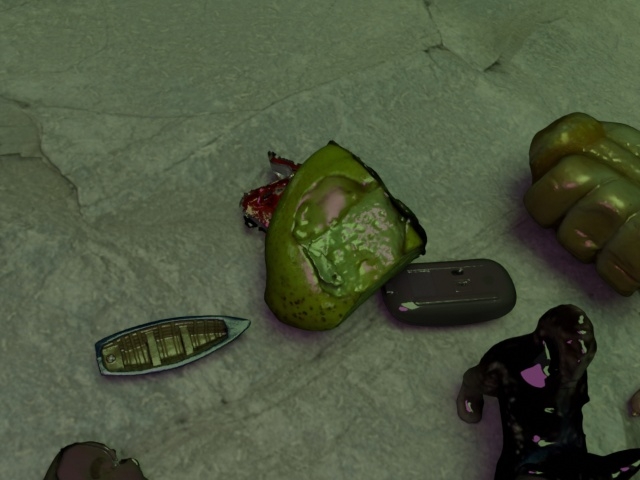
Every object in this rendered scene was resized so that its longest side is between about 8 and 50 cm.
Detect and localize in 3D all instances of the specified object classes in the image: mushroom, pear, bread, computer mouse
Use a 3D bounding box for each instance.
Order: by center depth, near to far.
[{"bbox_3d":[-0.281,0.350,0.863,0.117,0.141,0.188,-44,72,5],"label":"mushroom"},{"bbox_3d":[0.000,0.000,1.068,0.255,0.164,0.238,-39,82,-3],"label":"pear"},{"bbox_3d":[0.214,0.086,1.160,0.232,0.057,0.120,-4,52,-12],"label":"computer mouse"},{"bbox_3d":[0.509,-0.067,1.234,0.341,0.210,0.300,36,48,10],"label":"bread"}]

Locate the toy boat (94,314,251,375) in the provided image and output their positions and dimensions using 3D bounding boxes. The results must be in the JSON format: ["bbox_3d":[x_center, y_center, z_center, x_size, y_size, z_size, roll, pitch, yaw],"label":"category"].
[{"bbox_3d":[-0.216,0.155,1.030,0.229,0.046,0.080,-12,63,-20],"label":"toy boat"}]

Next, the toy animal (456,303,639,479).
[{"bbox_3d":[0.317,0.274,0.933,0.194,0.302,0.344,-3,60,-11],"label":"toy animal"}]

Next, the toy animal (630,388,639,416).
[{"bbox_3d":[0.574,0.263,1.127,0.114,0.091,0.082,-30,84,-28],"label":"toy animal"}]

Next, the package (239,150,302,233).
[{"bbox_3d":[0.004,-0.047,1.190,0.269,0.071,0.194,28,72,0],"label":"package"}]
